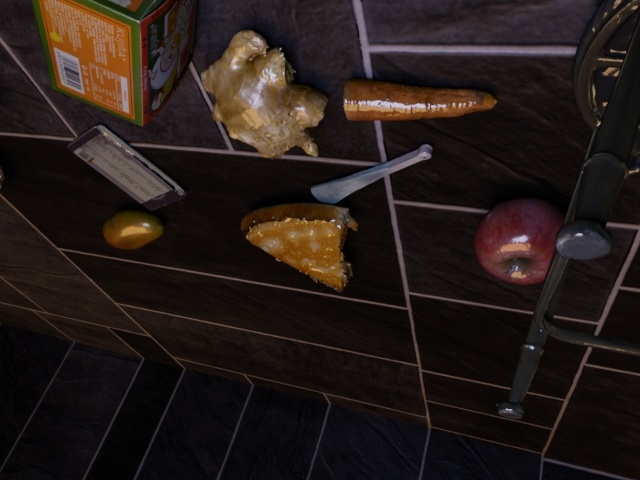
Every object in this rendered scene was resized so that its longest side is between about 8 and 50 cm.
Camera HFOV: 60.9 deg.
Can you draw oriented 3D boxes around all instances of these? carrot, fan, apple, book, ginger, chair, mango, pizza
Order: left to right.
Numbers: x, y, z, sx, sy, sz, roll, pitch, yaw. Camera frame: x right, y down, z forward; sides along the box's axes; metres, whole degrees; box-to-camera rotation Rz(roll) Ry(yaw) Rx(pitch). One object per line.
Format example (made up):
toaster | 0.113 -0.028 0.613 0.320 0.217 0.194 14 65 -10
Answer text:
book | -0.419 -0.154 1.186 0.157 0.026 0.231 -11 137 45
mango | -0.466 -0.031 1.350 0.163 0.089 0.111 -22 142 36
ginger | -0.077 -0.205 0.829 0.157 0.102 0.216 -36 118 24
pizza | 0.000 0.000 1.136 0.288 0.074 0.251 32 149 -23
fan | 0.087 -0.112 0.962 0.057 0.023 0.282 40 145 -28
carrot | 0.140 -0.196 0.767 0.210 0.061 0.061 6 147 16
apple | 0.334 -0.002 0.897 0.154 0.120 0.153 12 143 9
chair | 0.394 -0.045 0.504 0.365 0.410 0.362 9 149 17

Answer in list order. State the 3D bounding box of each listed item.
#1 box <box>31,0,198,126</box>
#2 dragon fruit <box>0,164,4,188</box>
box | -0.254 -0.292 0.715 0.148 0.177 0.195 23 149 -4
dragon fruit | -0.843 -0.160 1.301 0.198 0.200 0.269 30 109 -5
